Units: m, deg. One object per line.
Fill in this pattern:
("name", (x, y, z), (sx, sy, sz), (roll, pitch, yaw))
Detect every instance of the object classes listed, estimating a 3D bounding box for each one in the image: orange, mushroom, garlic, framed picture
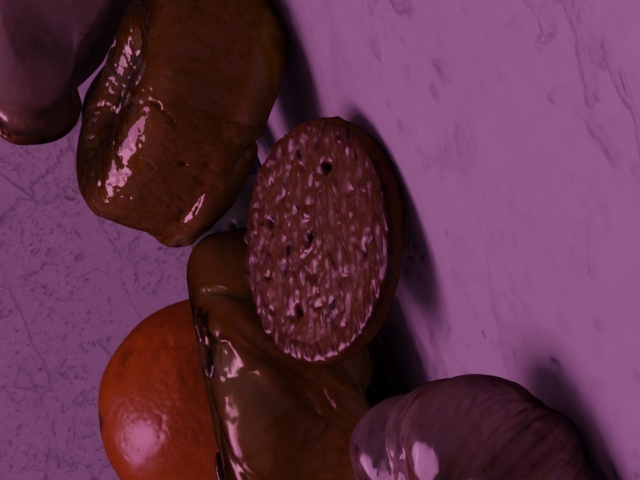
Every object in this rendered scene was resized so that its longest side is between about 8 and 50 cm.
("orange", (-0.139, 0.221, 1.527), (0.312, 0.312, 0.312), (161, 90, -80))
("mushroom", (-0.270, -0.236, 1.151), (0.407, 0.154, 0.137), (123, 142, -61))
("garlic", (0.096, 0.141, 0.646), (0.159, 0.102, 0.147), (20, 131, 47))
("framed picture", (0.073, 0.173, 1.093), (0.150, 0.015, 0.203), (89, 160, -61))

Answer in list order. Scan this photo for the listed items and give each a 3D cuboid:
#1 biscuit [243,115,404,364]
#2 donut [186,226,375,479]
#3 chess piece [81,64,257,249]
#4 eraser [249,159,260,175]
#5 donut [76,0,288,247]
("biscuit", (0.001, 0.000, 0.869), (0.188, 0.027, 0.188), (-5, 83, 54))
("donut", (-0.022, 0.160, 1.075), (0.360, 0.170, 0.360), (167, 90, -82))
("chess piece", (-0.125, -0.075, 1.277), (0.299, 0.194, 0.194), (51, 160, 37))
("eraser", (-0.124, -0.140, 1.479), (0.092, 0.046, 0.212), (121, 128, -78))
("donut", (-0.129, -0.122, 1.045), (0.261, 0.128, 0.208), (-65, 27, 22))
